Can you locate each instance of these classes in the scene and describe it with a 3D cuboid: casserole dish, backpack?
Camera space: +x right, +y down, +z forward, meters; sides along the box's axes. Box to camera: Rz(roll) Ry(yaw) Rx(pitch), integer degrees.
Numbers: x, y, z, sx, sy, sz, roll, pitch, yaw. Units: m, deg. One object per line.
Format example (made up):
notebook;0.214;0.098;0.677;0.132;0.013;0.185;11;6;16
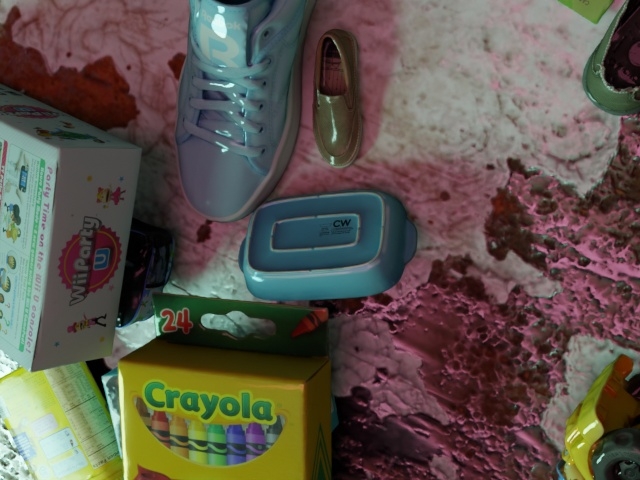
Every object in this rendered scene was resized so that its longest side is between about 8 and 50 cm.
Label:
casserole dish;0.000;0.000;0.885;0.188;0.037;0.114;-4;61;18
backpack;-0.212;0.032;0.971;0.105;0.084;0.114;18;102;19

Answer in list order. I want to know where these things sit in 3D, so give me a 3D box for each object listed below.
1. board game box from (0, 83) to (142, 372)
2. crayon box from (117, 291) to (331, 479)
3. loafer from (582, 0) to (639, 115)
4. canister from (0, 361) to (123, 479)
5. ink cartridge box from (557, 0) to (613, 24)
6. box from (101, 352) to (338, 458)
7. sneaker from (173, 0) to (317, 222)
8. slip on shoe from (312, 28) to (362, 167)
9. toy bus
board game box;-0.327;-0.030;0.936;0.303;0.097;0.224;25;110;38
crayon box;-0.095;0.220;0.905;0.202;0.081;0.319;3;102;18
loafer;0.312;-0.209;0.742;0.094;0.087;0.251;35;109;10
canister;-0.298;0.217;1.044;0.126;0.073;0.170;-27;90;21
ink cartridge box;0.229;-0.337;0.742;0.188;0.097;0.255;35;109;9
box;-0.110;0.172;0.977;0.244;0.060;0.101;-9;97;20
sneaker;-0.085;-0.185;0.850;0.135;0.150;0.366;17;106;16
slip on shoe;0.015;-0.138;0.883;0.051;0.041;0.135;7;103;17
toy bus;0.286;0.248;0.827;0.220;0.149;0.211;45;127;8
